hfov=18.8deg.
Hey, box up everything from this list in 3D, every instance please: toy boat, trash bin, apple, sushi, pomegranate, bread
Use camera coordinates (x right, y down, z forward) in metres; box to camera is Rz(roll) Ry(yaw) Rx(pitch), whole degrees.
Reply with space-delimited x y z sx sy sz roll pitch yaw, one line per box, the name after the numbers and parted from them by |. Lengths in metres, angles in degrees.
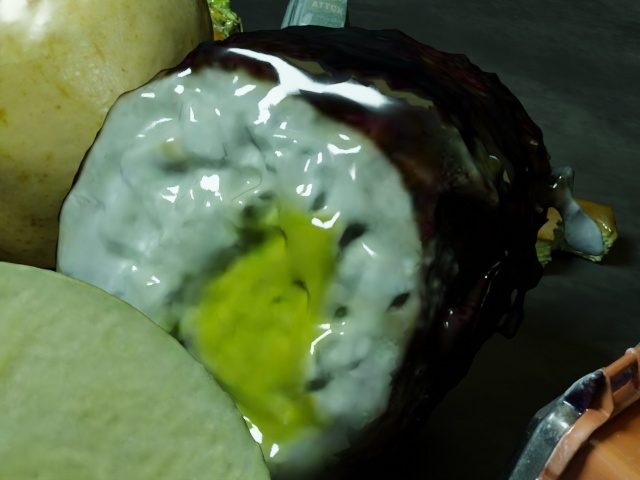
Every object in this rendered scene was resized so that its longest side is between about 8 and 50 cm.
-0.004 -0.176 1.827 0.078 0.085 0.260 14 30 -7 | toy boat
0.240 0.192 1.256 0.238 0.184 0.161 38 36 22 | trash bin
-0.180 0.180 0.993 0.257 0.233 0.295 29 45 -16 | apple
0.000 -0.001 1.292 0.281 0.299 0.294 43 19 11 | sushi
-0.210 -0.125 1.455 0.307 0.307 0.307 13 30 -7 | pomegranate
0.149 -0.017 1.678 0.226 0.049 0.088 12 30 -11 | bread

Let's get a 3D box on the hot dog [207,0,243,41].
-0.122 -0.172 1.747 0.135 0.100 0.337 -5 37 -31 | hot dog
